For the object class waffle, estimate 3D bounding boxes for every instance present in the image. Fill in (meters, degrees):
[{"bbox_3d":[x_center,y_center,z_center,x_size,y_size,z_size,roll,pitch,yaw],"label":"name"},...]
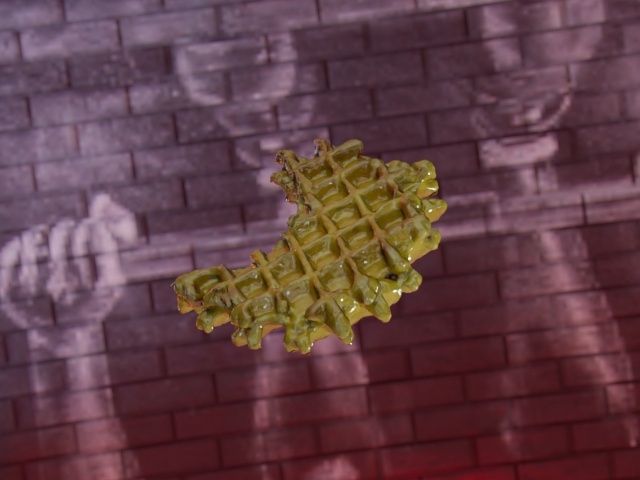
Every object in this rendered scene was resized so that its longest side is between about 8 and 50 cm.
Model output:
[{"bbox_3d":[0.000,0.000,1.477,0.259,0.069,0.293,11,-127,32],"label":"waffle"}]
